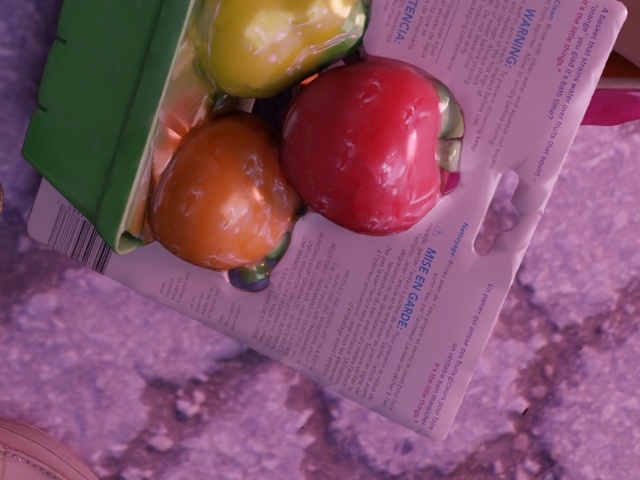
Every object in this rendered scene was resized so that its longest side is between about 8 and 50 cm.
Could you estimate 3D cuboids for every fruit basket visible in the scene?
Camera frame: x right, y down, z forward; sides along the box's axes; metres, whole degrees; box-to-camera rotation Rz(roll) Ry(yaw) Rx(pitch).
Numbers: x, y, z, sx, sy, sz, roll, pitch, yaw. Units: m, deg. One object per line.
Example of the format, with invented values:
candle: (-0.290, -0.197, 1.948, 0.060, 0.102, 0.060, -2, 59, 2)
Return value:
fruit basket: (-0.012, -0.078, 0.986, 0.353, 0.165, 0.327, 23, 111, 10)

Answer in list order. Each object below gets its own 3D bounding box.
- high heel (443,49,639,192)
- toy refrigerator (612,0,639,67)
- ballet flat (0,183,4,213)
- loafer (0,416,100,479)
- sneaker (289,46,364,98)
high heel: (0.175, -0.083, 1.128, 0.244, 0.082, 0.117, 0, 116, 19)
toy refrigerator: (0.259, -0.179, 1.055, 0.102, 0.269, 0.094, 11, 113, -26)
ballet flat: (-0.386, 0.038, 1.026, 0.348, 0.123, 0.123, -22, 123, -10)
loafer: (-0.305, 0.185, 1.126, 0.319, 0.111, 0.112, 24, 106, -30)
sneaker: (0.040, -0.046, 1.086, 0.083, 0.084, 0.215, -16, 98, -7)
